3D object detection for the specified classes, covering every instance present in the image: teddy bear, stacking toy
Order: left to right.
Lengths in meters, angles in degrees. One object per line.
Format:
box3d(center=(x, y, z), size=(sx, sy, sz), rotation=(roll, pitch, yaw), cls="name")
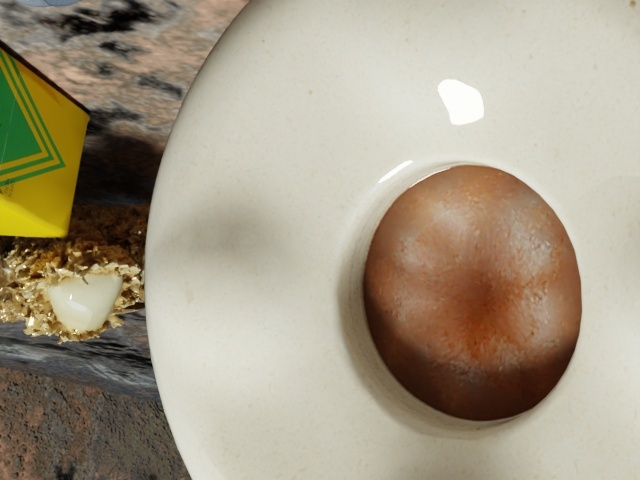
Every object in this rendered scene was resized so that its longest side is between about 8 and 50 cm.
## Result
box3d(center=(-0.197, 0.008, 1.056), size=(0.245, 0.113, 0.338), rotation=(-15, -172, -12), cls="teddy bear")
box3d(center=(0.169, 0.015, 0.723), size=(0.351, 0.350, 0.480), rotation=(0, -178, 33), cls="stacking toy")

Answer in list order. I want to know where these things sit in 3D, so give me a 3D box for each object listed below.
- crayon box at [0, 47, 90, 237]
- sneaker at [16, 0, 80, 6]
box3d(center=(-0.387, -0.095, 0.840), size=(0.363, 0.106, 0.313), rotation=(4, 165, 19), cls="crayon box")
box3d(center=(-0.172, -0.158, 0.504), size=(0.226, 0.086, 0.163), rotation=(6, 163, 7), cls="sneaker")
